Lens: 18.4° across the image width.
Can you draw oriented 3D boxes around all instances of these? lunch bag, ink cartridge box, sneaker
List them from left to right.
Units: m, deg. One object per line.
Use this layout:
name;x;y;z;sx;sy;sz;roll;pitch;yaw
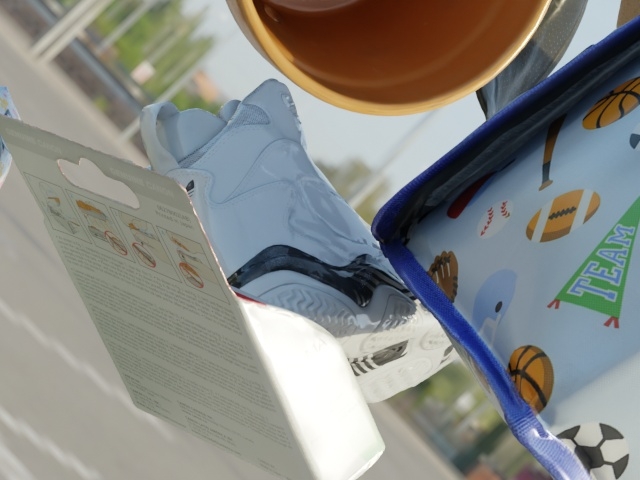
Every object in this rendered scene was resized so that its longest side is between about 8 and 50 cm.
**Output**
lunch bag;-0.278;-0.081;1.644;0.053;0.083;0.071;14;20;-3
ink cartridge box;-0.073;0.024;1.078;0.181;0.056;0.225;20;-40;45
sneaker;0.000;0.000;1.461;0.366;0.137;0.210;9;52;-59
lunch bag;0.221;-0.012;1.225;0.239;0.328;0.385;51;4;-25

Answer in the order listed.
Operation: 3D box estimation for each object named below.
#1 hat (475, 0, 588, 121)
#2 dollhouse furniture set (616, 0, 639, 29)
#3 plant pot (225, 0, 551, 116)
hat;0.176;-0.283;1.968;0.134;0.331;0.331;23;-8;18
dollhouse furniture set;0.348;-0.261;1.589;0.259;0.262;0.135;43;-36;42
plant pot;0.030;-0.266;1.626;0.291;0.291;0.203;47;-5;-27
